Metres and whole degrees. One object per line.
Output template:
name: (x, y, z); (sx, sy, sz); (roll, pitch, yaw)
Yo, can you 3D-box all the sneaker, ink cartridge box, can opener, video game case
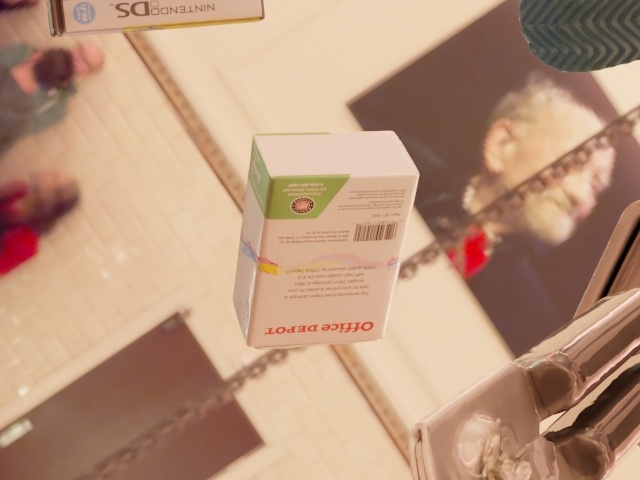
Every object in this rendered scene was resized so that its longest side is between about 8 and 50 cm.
sneaker: (0.230, -0.148, 0.757); (0.092, 0.229, 0.087); (-58, 144, -54)
ink cartridge box: (0.000, 0.000, 1.838); (0.117, 0.201, 0.278); (-115, -152, -51)
can opener: (0.100, 0.093, 0.687); (0.283, 0.095, 0.076); (-21, 90, -58)
video game case: (-0.197, -0.378, 1.557); (0.035, 0.248, 0.274); (-169, -108, -71)

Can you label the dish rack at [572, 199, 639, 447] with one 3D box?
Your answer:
dish rack: (0.464, 0.125, 1.706); (0.285, 0.072, 0.332); (38, -47, 25)
